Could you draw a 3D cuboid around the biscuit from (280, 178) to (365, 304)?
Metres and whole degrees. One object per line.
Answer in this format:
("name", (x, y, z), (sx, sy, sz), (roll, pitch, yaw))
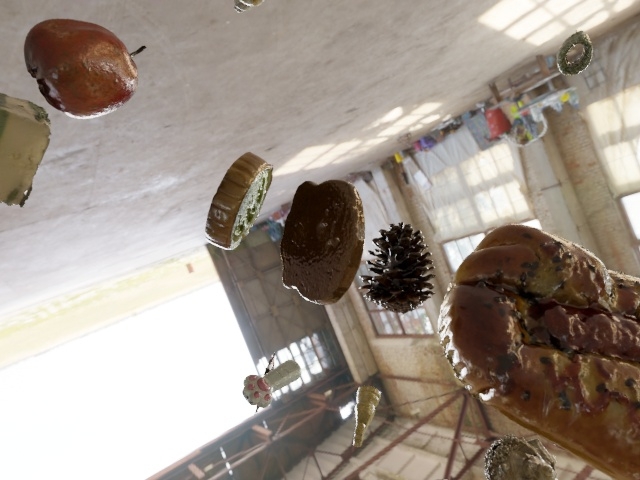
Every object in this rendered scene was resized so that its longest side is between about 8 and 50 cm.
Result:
("biscuit", (0.001, 0.000, 1.032), (0.049, 0.273, 0.257), (14, 176, -40))

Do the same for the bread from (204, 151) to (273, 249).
("bread", (-0.189, -0.092, 1.097), (0.236, 0.069, 0.236), (24, 90, -86))

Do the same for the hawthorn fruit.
("hawthorn fruit", (-0.373, -0.288, 0.766), (0.194, 0.157, 0.157), (-35, -172, -36))

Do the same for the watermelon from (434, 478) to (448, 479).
("watermelon", (0.316, 0.690, 1.247), (0.105, 0.106, 0.062), (-22, -170, -28))

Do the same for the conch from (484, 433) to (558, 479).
("conch", (0.470, 0.562, 1.119), (0.178, 0.163, 0.245), (-10, 146, -31))

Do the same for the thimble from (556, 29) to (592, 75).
("thimble", (0.704, -0.520, 1.284), (0.084, 0.110, 0.062), (10, -138, 16))

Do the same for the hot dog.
("hot dog", (0.387, 0.145, 0.763), (0.367, 0.365, 0.196), (-54, 160, -36))

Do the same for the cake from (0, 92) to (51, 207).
("cake", (-0.577, -0.233, 0.843), (0.157, 0.284, 0.172), (20, 131, -36))

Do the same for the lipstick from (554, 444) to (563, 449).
("lipstick", (0.745, 0.510, 1.411), (0.080, 0.242, 0.080), (-3, 180, 0))

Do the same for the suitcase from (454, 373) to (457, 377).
("suitcase", (0.444, 0.366, 1.362), (0.086, 0.059, 0.126), (-36, 148, -27))

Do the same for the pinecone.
("pinecone", (0.239, 0.081, 1.444), (0.245, 0.293, 0.246), (2, 167, 0))

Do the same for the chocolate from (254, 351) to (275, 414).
("chocolate", (-0.165, 0.430, 1.401), (0.028, 0.183, 0.086), (19, -177, 5))

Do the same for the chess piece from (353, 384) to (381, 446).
("chess piece", (0.155, 0.631, 1.664), (0.090, 0.090, 0.201), (-21, -151, 35))

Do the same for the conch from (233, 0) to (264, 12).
("conch", (-0.087, -0.528, 0.838), (0.148, 0.183, 0.275), (-30, 176, -23))

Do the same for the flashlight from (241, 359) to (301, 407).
("flashlight", (-0.122, 0.372, 1.235), (0.200, 0.093, 0.048), (-16, 145, -51))
